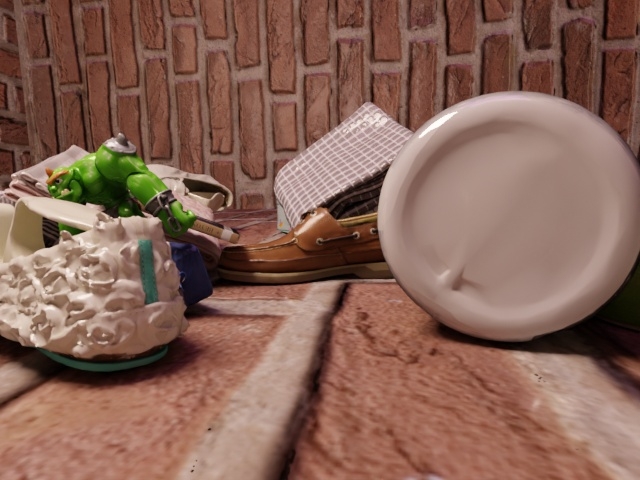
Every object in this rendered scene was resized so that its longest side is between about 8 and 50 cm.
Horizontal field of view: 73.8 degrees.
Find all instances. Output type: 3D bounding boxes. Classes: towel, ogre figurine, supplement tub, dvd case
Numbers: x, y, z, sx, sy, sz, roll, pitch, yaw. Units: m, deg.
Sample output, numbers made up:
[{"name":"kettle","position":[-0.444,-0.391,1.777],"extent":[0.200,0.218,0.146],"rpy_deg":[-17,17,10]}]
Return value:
[{"name":"towel","position":[-0.335,-0.068,0.777],"extent":[0.316,0.053,0.332],"rpy_deg":[25,10,-23]},{"name":"towel","position":[0.055,-0.119,0.786],"extent":[0.283,0.121,0.235],"rpy_deg":[-36,32,3]},{"name":"ogre figurine","position":[-0.236,-0.038,0.473],"extent":[0.197,0.118,0.096],"rpy_deg":[-10,18,48]},{"name":"supplement tub","position":[0.199,-0.035,0.484],"extent":[0.207,0.207,0.338],"rpy_deg":[1,8,20]},{"name":"dvd case","position":[-0.226,-0.043,0.611],"extent":[0.221,0.018,0.164],"rpy_deg":[20,-1,-14]}]

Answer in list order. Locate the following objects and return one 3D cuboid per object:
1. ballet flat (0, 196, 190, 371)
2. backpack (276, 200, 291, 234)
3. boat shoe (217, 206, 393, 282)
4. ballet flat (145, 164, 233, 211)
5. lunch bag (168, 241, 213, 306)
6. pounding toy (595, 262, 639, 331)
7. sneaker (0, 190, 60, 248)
[{"name":"ballet flat","position":[-0.289,0.024,0.421],"extent":[0.408,0.147,0.147],"rpy_deg":[2,8,27]},{"name":"backpack","position":[-0.016,-0.069,1.042],"extent":[0.165,0.145,0.188],"rpy_deg":[10,15,31]},{"name":"boat shoe","position":[0.000,0.000,0.637],"extent":[0.307,0.105,0.111],"rpy_deg":[-4,10,-7]},{"name":"ballet flat","position":[-0.360,-0.117,1.104],"extent":[0.139,0.139,0.400],"rpy_deg":[1,7,21]},{"name":"lunch bag","position":[-0.171,0.044,0.470],"extent":[0.098,0.067,0.065],"rpy_deg":[1,22,47]},{"name":"pounding toy","position":[0.347,0.022,0.388],"extent":[0.182,0.110,0.237],"rpy_deg":[0,7,16]},{"name":"sneaker","position":[-0.518,-0.006,0.700],"extent":[0.210,0.138,0.366],"rpy_deg":[1,3,21]}]
